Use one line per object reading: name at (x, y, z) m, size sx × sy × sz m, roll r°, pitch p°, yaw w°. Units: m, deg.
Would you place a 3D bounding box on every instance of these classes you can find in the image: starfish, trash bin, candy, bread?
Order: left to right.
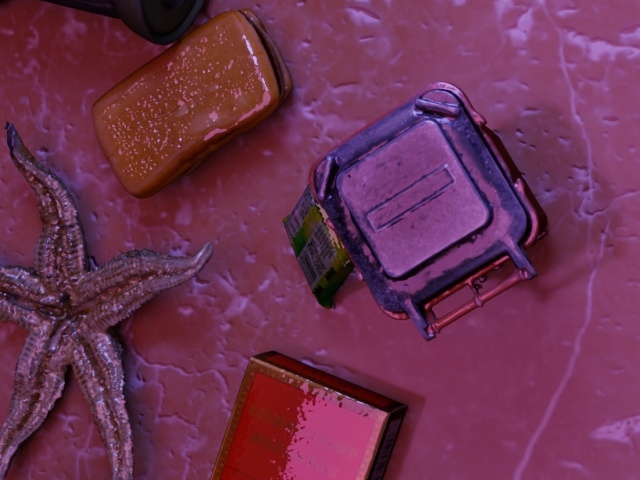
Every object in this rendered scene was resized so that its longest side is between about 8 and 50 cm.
starfish at (-0.273, 0.084, 1.742) m, size 0.347 × 0.078 × 0.357 m, roll 35°, pitch 109°, yaw 15°
bread at (-0.124, -0.132, 1.682) m, size 0.200 × 0.077 × 0.116 m, roll -32°, pitch 83°, yaw 19°
candy at (0.001, -0.001, 1.602) m, size 0.032 × 0.178 × 0.102 m, roll -18°, pitch 78°, yaw -14°
trash bin at (0.117, -0.020, 1.516) m, size 0.161 × 0.239 × 0.184 m, roll -33°, pitch 79°, yaw 15°

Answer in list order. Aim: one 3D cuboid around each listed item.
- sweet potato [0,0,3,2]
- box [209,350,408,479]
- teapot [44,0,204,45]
sweet potato at (-0.403, -0.255, 1.778) m, size 0.270 × 0.075 × 0.074 m, roll -12°, pitch 88°, yaw 21°
box at (-0.028, 0.244, 1.667) m, size 0.153 × 0.074 × 0.239 m, roll 20°, pitch 98°, yaw 14°
teapot at (-0.269, -0.340, 1.654) m, size 0.337 × 0.200 × 0.270 m, roll 14°, pitch 55°, yaw 14°
